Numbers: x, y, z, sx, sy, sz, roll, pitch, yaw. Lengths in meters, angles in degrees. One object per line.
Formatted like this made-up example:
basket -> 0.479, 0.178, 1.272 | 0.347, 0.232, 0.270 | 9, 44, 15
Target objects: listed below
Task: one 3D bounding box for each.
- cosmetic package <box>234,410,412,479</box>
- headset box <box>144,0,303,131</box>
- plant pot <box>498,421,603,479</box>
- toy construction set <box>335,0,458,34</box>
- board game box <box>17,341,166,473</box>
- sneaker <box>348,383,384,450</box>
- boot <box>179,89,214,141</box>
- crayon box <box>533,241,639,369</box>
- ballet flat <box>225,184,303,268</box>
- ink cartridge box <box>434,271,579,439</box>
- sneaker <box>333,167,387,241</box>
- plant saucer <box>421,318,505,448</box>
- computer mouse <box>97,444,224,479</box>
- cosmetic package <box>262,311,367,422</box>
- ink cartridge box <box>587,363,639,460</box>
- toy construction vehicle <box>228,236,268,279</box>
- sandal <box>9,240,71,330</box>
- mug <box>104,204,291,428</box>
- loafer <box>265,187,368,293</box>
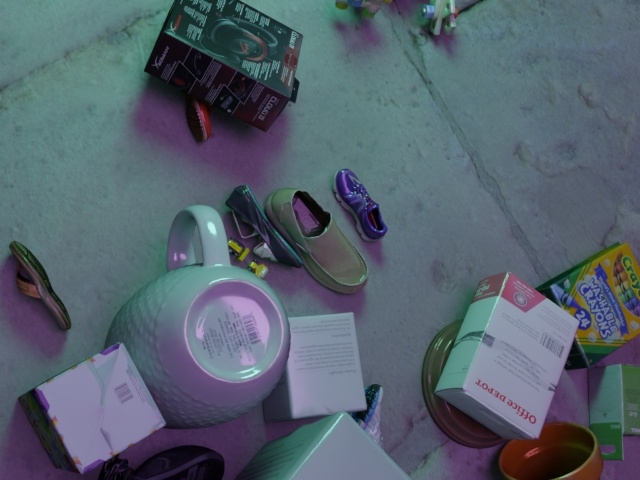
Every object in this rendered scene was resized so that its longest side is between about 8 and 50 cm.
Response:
cosmetic package -> -0.034, 0.547, 1.322 | 0.327, 0.329, 0.394 | 46, 56, -2
headset box -> -0.168, -0.361, 1.610 | 0.293, 0.110, 0.218 | 24, 45, -18
plant pot -> 0.496, 0.512, 1.702 | 0.205, 0.205, 0.188 | -31, 107, -28
toy construction set -> 0.176, -0.578, 1.841 | 0.327, 0.151, 0.215 | 5, 50, -32
board game box -> -0.370, 0.268, 1.302 | 0.142, 0.275, 0.144 | -28, 90, -28
sneaker -> 0.094, 0.378, 1.615 | 0.083, 0.071, 0.191 | 26, 76, -24
boot -> -0.225, -0.271, 1.632 | 0.084, 0.059, 0.158 | -5, 78, -31
crayon box -> 0.665, 0.141, 1.925 | 0.323, 0.083, 0.203 | -25, 88, -28
ballet flat -> -0.117, -0.014, 1.615 | 0.074, 0.074, 0.203 | -41, 102, -27
ink cartridge box -> 0.387, 0.241, 1.705 | 0.207, 0.117, 0.283 | 34, 65, -14
sneaker -> 0.091, -0.081, 1.721 | 0.068, 0.071, 0.170 | -33, 92, -28
plant saucer -> 0.344, 0.302, 1.760 | 0.278, 0.041, 0.278 | 6, 75, -23
computer mouse -> -0.280, 0.405, 1.383 | 0.272, 0.072, 0.188 | -2, 116, -49
cosmetic package -> -0.021, 0.239, 1.542 | 0.151, 0.151, 0.184 | -1, 77, -25
ink cartridge box -> 0.662, 0.388, 1.845 | 0.062, 0.109, 0.209 | 10, 73, -22
toy construction vehicle -> -0.158, 0.056, 1.595 | 0.098, 0.035, 0.086 | 36, 60, -9
sandal -> -0.492, 0.083, 1.419 | 0.049, 0.072, 0.180 | -30, 95, -6
mug -> -0.200, 0.125, 1.388 | 0.276, 0.328, 0.374 | -2, 78, -25
loafer -> 0.000, 0.000, 1.645 | 0.268, 0.092, 0.102 | 45, 63, -9
